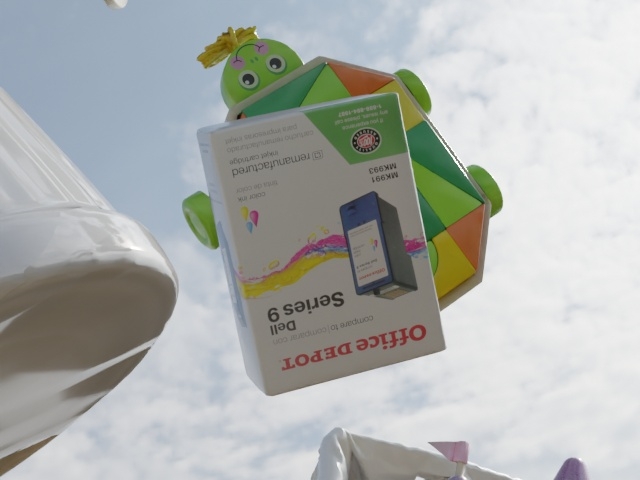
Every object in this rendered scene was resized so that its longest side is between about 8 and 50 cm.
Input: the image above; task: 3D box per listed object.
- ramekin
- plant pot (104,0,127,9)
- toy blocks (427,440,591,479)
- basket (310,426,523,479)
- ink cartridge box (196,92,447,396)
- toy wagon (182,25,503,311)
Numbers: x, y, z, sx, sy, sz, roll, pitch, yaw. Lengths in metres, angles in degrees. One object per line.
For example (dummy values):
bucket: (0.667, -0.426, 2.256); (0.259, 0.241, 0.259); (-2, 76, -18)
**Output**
ramekin: (-0.200, 0.039, 0.437); (0.273, 0.127, 0.273); (-33, -13, -9)
plant pot: (-0.118, -0.449, 1.240); (0.305, 0.334, 0.334); (-12, -32, 2)
toy blocks: (0.185, 0.271, 0.816); (0.288, 0.260, 0.309); (2, -30, 24)
basket: (0.113, 0.438, 1.249); (0.328, 0.331, 0.266); (17, -59, -11)
ink cartridge box: (0.000, 0.000, 0.913); (0.154, 0.212, 0.093); (-12, 9, -12)
toy wagon: (0.003, -0.066, 1.079); (0.267, 0.344, 0.068); (-33, -6, -20)
